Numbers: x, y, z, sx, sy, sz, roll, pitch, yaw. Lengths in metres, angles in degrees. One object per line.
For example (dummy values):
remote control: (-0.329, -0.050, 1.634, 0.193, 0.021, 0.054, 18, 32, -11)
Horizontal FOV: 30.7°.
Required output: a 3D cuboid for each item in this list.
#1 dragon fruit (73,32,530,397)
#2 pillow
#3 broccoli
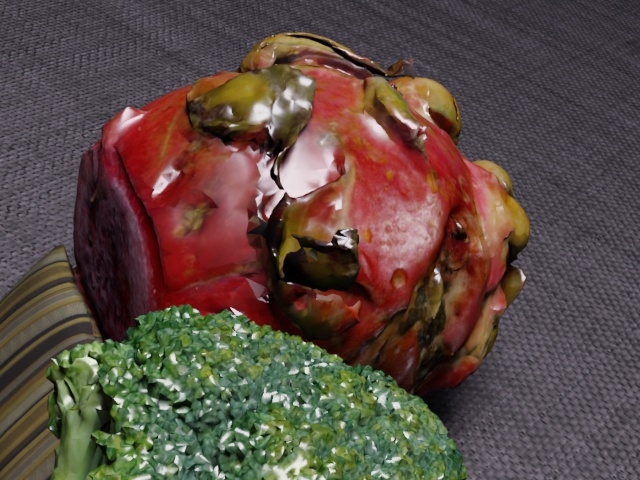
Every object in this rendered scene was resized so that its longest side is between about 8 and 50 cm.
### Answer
dragon fruit: (0.000, 0.000, 0.747, 0.291, 0.269, 0.250, -6, 49, -27)
pillow: (-0.163, 0.099, 0.678, 0.038, 0.113, 0.203, 40, 13, -44)
broccoli: (-0.038, 0.159, 0.507, 0.269, 0.241, 0.261, 36, 25, -59)
